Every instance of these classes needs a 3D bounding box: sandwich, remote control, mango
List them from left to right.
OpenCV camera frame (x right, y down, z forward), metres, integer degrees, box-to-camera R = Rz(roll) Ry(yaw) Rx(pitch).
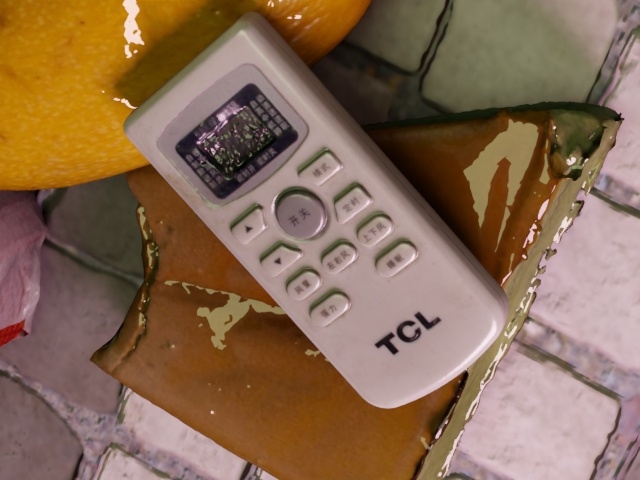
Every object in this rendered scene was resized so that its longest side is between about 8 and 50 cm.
[{"bbox_3d":[-0.107,-0.119,0.924,0.295,0.120,0.177,-20,128,13],"label":"mango"},{"bbox_3d":[0.000,0.000,0.958,0.212,0.063,0.245,30,111,14],"label":"sandwich"},{"bbox_3d":[0.001,-0.009,0.883,0.087,0.029,0.190,-37,100,26],"label":"remote control"}]

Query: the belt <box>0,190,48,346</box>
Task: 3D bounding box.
[{"bbox_3d":[-0.244,-0.015,1.024,0.128,0.124,0.201,-36,86,27],"label":"belt"}]
